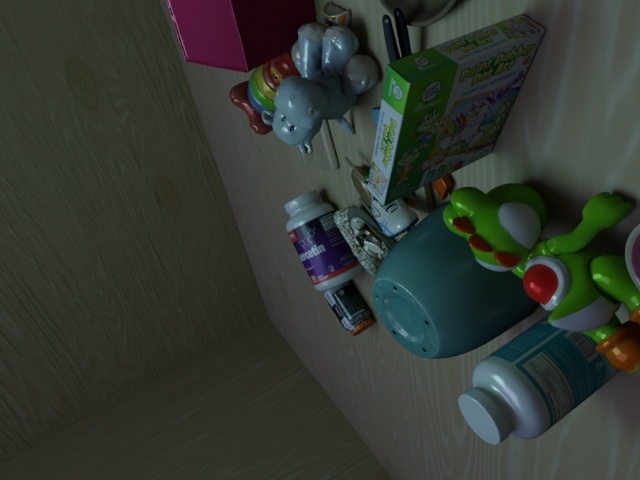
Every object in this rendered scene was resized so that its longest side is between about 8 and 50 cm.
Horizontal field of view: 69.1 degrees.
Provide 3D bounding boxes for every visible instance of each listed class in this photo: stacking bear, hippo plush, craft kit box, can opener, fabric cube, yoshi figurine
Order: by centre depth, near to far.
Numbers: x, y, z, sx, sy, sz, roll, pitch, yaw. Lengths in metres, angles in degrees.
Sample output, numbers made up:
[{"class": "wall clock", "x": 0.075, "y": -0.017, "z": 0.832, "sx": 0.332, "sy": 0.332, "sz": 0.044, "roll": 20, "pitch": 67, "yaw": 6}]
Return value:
[{"class": "craft kit box", "x": 0.199, "y": -0.194, "z": 0.726, "sx": 0.061, "sy": 0.250, "sz": 0.246, "roll": 52, "pitch": 159, "yaw": 31}, {"class": "yoshi figurine", "x": 0.376, "y": 0.017, "z": 0.735, "sx": 0.362, "sy": 0.203, "sz": 0.203, "roll": 40, "pitch": -172, "yaw": 24}, {"class": "can opener", "x": 0.152, "y": -0.346, "z": 0.883, "sx": 0.073, "sy": 0.059, "sz": 0.186, "roll": 42, "pitch": 173, "yaw": 39}, {"class": "hippo plush", "x": -0.036, "y": -0.347, "z": 1.091, "sx": 0.234, "sy": 0.236, "sz": 0.294, "roll": 46, "pitch": 157, "yaw": 5}, {"class": "fabric cube", "x": -0.196, "y": -0.591, "z": 1.129, "sx": 0.254, "sy": 0.258, "sz": 0.259, "roll": 25, "pitch": 141, "yaw": 34}, {"class": "stacking bear", "x": -0.127, "y": -0.466, "z": 1.369, "sx": 0.175, "sy": 0.164, "sz": 0.289, "roll": 53, "pitch": 150, "yaw": -6}]

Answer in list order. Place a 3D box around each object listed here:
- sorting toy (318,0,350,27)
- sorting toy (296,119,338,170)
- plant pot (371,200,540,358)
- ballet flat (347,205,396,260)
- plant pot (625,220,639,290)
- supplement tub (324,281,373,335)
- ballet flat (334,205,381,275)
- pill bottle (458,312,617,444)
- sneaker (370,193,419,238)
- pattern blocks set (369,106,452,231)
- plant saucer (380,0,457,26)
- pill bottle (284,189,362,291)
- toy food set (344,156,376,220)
[{"class": "sorting toy", "x": 0.038, "y": -0.503, "z": 1.083, "sx": 0.083, "sy": 0.045, "sz": 0.075, "roll": 48, "pitch": 174, "yaw": 39}, {"class": "sorting toy", "x": -0.023, "y": -0.323, "z": 1.468, "sx": 0.208, "sy": 0.038, "sz": 0.193, "roll": 24, "pitch": 136, "yaw": 55}, {"class": "plant pot", "x": 0.248, "y": 0.098, "z": 0.945, "sx": 0.293, "sy": 0.235, "sz": 0.293, "roll": 45, "pitch": 153, "yaw": 31}, {"class": "ballet flat", "x": 0.137, "y": -0.022, "z": 1.340, "sx": 0.213, "sy": 0.068, "sz": 0.072, "roll": 45, "pitch": 139, "yaw": 26}, {"class": "plant pot", "x": 0.429, "y": -0.006, "z": 0.473, "sx": 0.201, "sy": 0.180, "sz": 0.201, "roll": 52, "pitch": 159, "yaw": 30}, {"class": "supplement tub", "x": 0.107, "y": 0.252, "z": 1.732, "sx": 0.190, "sy": 0.117, "sz": 0.117, "roll": 57, "pitch": 160, "yaw": 21}, {"class": "ballet flat", "x": 0.125, "y": -0.003, "z": 1.429, "sx": 0.077, "sy": 0.091, "sz": 0.241, "roll": -41, "pitch": 78, "yaw": 37}, {"class": "pill bottle", "x": 0.371, "y": 0.241, "z": 0.809, "sx": 0.146, "sy": 0.264, "sz": 0.146, "roll": 52, "pitch": 158, "yaw": 32}, {"class": "sneaker", "x": 0.159, "y": -0.072, "z": 1.068, "sx": 0.086, "sy": 0.085, "sz": 0.237, "roll": 53, "pitch": -174, "yaw": -19}, {"class": "pattern blocks set", "x": 0.207, "y": -0.152, "z": 1.096, "sx": 0.285, "sy": 0.026, "sz": 0.324, "roll": 39, "pitch": 150, "yaw": 50}, {"class": "plant saucer", "x": 0.158, "y": -0.500, "z": 0.759, "sx": 0.278, "sy": 0.041, "sz": 0.277, "roll": 52, "pitch": 158, "yaw": 30}, {"class": "pill bottle", "x": 0.000, "y": 0.000, "z": 1.590, "sx": 0.322, "sy": 0.182, "sz": 0.181, "roll": 63, "pitch": 161, "yaw": 1}, {"class": "toy food set", "x": 0.130, "y": -0.147, "z": 1.291, "sx": 0.132, "sy": 0.039, "sz": 0.192, "roll": 57, "pitch": 176, "yaw": 39}]
